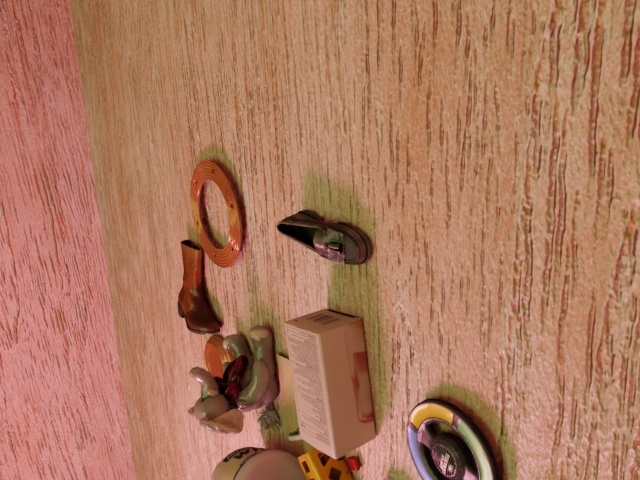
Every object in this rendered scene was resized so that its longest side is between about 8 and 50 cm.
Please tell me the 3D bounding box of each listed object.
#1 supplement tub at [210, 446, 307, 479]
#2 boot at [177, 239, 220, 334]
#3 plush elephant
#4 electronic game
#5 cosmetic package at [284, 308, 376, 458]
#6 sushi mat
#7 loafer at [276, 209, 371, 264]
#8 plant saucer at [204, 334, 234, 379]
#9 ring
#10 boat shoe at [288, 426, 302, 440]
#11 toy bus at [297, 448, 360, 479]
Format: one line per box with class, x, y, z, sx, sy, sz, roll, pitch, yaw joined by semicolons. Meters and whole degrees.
supplement tub;-0.184;0.725;1.704;0.325;0.236;0.235;-32;75;60
boot;-0.410;0.158;2.008;0.264;0.096;0.280;34;121;55
plush elephant;-0.271;0.437;1.717;0.272;0.256;0.329;-15;89;57
electronic game;0.249;0.417;1.129;0.229;0.048;0.229;25;121;50
cosmetic package;0.023;0.322;1.357;0.153;0.129;0.296;8;108;53
sushi mat;-0.067;0.478;1.647;0.151;0.019;0.316;15;114;54
loafer;0.000;0.000;1.311;0.268;0.084;0.096;25;121;50
plant saucer;-0.353;0.427;2.035;0.200;0.037;0.199;26;123;50
ring;-0.318;-0.081;1.803;0.337;0.032;0.336;24;120;50
boat shoe;-0.033;0.506;1.567;0.142;0.049;0.040;-25;70;36
toy bus;0.020;0.616;1.489;0.202;0.104;0.190;23;120;51
